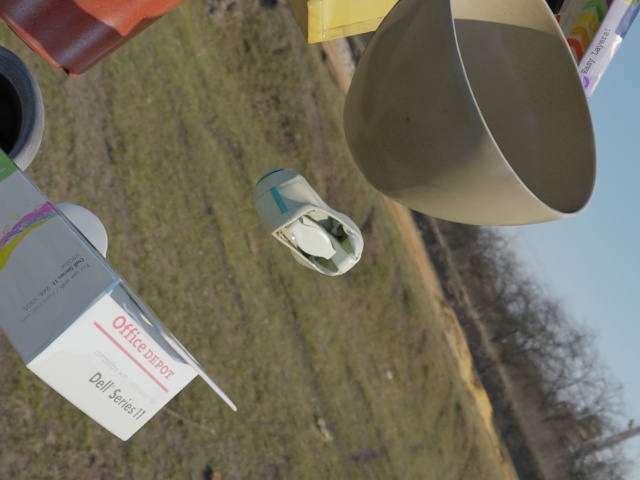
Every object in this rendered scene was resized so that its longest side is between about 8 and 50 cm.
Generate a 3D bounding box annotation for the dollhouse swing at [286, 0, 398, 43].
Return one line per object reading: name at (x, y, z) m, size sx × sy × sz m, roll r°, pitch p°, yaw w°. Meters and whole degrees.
dollhouse swing at (0.107, -0.553, 1.483) m, size 0.315 × 0.347 × 0.305 m, roll -112°, pitch -170°, yaw -47°

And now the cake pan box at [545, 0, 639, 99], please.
cake pan box at (0.496, -0.441, 1.581) m, size 0.267 × 0.070 × 0.246 m, roll -99°, pitch -155°, yaw -47°

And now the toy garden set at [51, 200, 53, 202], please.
toy garden set at (-0.596, 0.066, 1.864) m, size 0.244 × 0.049 × 0.204 m, roll 108°, pitch -20°, yaw -50°

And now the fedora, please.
fedora at (-0.560, -0.170, 1.305) m, size 0.124 × 0.243 × 0.275 m, roll 127°, pitch -42°, yaw -56°

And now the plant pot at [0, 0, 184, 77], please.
plant pot at (-0.288, -0.370, 1.081) m, size 0.272 × 0.265 × 0.272 m, roll 50°, pitch 5°, yaw -6°

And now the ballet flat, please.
ballet flat at (0.000, 0.000, 0.993) m, size 0.248 × 0.086 × 0.086 m, roll 37°, pitch 31°, yaw -57°

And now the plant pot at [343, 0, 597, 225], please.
plant pot at (0.137, -0.134, 0.878) m, size 0.284 × 0.191 × 0.284 m, roll 24°, pitch 56°, yaw -42°

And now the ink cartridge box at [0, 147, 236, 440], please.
ink cartridge box at (-0.260, 0.072, 0.886) m, size 0.353 × 0.119 × 0.207 m, roll 39°, pitch -14°, yaw 35°

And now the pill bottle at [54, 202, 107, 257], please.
pill bottle at (-0.454, 0.042, 1.429) m, size 0.264 × 0.153 × 0.153 m, roll -39°, pitch -112°, yaw 57°
